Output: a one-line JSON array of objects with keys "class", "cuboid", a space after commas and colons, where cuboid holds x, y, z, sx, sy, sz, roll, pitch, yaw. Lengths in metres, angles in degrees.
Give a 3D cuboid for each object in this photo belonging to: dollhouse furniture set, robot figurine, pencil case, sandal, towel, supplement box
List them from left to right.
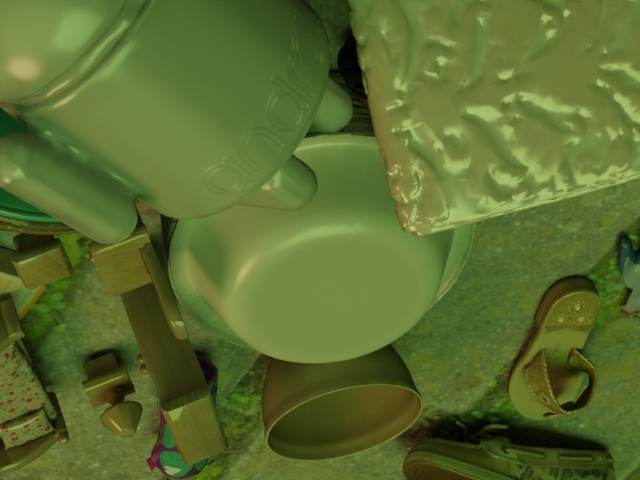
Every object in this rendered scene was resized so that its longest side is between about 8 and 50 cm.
[{"class": "supplement box", "cuboid": [-0.312, 0.036, 1.374, 0.098, 0.036, 0.062, 21, 127, -34]}, {"class": "dollhouse furniture set", "cuboid": [-0.285, 0.153, 1.346, 0.356, 0.173, 0.303, -21, 147, -8]}, {"class": "robot figurine", "cuboid": [-0.133, -0.150, 1.088, 0.200, 0.300, 0.353, 3, 155, 48]}, {"class": "pencil case", "cuboid": [-0.145, 0.184, 1.550, 0.070, 0.064, 0.151, -16, 139, -22]}, {"class": "towel", "cuboid": [0.175, -0.198, 1.131, 0.317, 0.053, 0.331, -15, 101, 0]}, {"class": "sandal", "cuboid": [0.261, 0.149, 1.607, 0.088, 0.079, 0.240, -5, 136, -9]}]

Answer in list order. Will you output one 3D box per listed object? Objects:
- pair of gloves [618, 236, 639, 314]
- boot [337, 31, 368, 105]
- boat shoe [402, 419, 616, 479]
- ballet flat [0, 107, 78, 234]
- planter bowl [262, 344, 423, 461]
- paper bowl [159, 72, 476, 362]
[{"class": "pair of gloves", "cuboid": [0.403, 0.017, 1.550, 0.198, 0.023, 0.159, -6, 138, -7]}, {"class": "boot", "cuboid": [0.199, -0.132, 1.284, 0.338, 0.118, 0.222, -14, 142, 7]}, {"class": "boat shoe", "cuboid": [0.222, 0.266, 1.728, 0.285, 0.089, 0.104, 18, 154, -26]}, {"class": "ballet flat", "cuboid": [-0.337, -0.068, 1.157, 0.342, 0.116, 0.124, 14, 154, -26]}, {"class": "planter bowl", "cuboid": [0.011, 0.140, 1.503, 0.162, 0.109, 0.162, -12, 148, -7]}, {"class": "paper bowl", "cuboid": [0.000, 0.000, 1.340, 0.284, 0.148, 0.284, -7, 137, -6]}]
